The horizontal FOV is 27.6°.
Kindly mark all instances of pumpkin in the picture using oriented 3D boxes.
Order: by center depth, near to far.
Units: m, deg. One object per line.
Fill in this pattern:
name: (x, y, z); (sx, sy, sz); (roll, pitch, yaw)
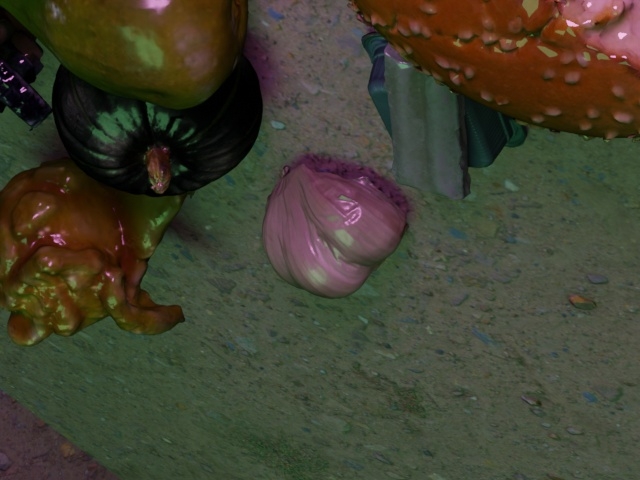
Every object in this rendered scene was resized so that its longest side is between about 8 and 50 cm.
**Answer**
pumpkin: (-0.191, -0.149, 1.544); (0.250, 0.216, 0.250); (-6, 147, -4)

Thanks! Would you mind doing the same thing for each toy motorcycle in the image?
toy motorcycle: (-0.439, -0.253, 1.582); (0.237, 0.169, 0.410); (46, 175, -27)

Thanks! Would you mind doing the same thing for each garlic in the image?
garlic: (0.000, 0.000, 1.721); (0.178, 0.142, 0.229); (34, 161, -17)

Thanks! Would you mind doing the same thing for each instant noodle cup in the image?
instant noodle cup: (0.129, -0.146, 1.421); (0.157, 0.070, 0.179); (7, 146, 31)

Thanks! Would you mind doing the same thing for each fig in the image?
fig: (-0.218, -0.268, 1.334); (0.314, 0.233, 0.233); (24, 154, -7)

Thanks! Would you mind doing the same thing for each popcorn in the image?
popcorn: (-0.347, 0.030, 1.938); (0.325, 0.290, 0.321); (54, 149, -10)

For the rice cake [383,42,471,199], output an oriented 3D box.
rice cake: (0.112, -0.121, 1.360); (0.085, 0.040, 0.226); (15, 149, 18)

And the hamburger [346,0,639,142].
hamburger: (0.160, -0.233, 1.036); (0.445, 0.268, 0.287); (29, 157, -6)

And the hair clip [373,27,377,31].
hair clip: (0.114, -0.254, 1.265); (0.062, 0.056, 0.214); (10, 168, -28)
